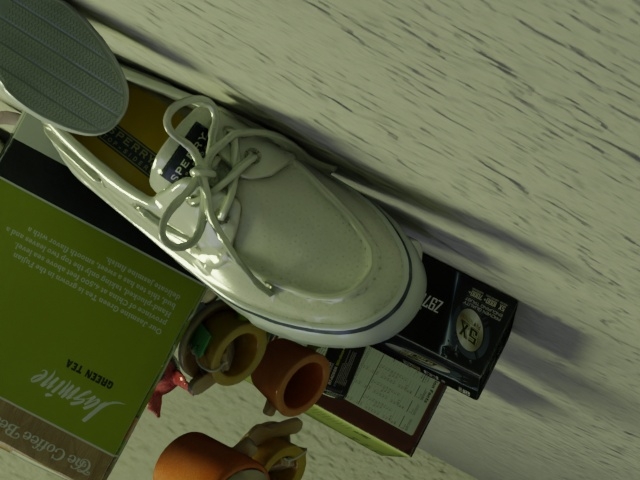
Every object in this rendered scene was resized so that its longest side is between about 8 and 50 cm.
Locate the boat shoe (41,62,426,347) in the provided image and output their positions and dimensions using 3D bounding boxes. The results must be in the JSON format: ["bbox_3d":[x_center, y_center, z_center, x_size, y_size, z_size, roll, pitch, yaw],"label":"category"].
[{"bbox_3d":[-0.085,-0.050,1.390,0.367,0.136,0.156,35,172,27],"label":"boat shoe"}]

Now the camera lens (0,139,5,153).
[{"bbox_3d":[-0.482,-0.044,2.343,0.219,0.219,0.274,27,172,8],"label":"camera lens"}]

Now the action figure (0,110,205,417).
[{"bbox_3d":[-0.253,0.034,2.067,0.370,0.248,0.276,48,153,21],"label":"action figure"}]

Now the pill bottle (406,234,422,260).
[{"bbox_3d":[0.000,0.000,1.500,0.160,0.087,0.087,25,171,24],"label":"pill bottle"}]

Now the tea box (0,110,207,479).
[{"bbox_3d":[-0.235,0.042,1.705,0.220,0.324,0.329,29,172,-5],"label":"tea box"}]

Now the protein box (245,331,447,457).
[{"bbox_3d":[0.033,0.146,2.106,0.201,0.136,0.200,29,171,-4],"label":"protein box"}]

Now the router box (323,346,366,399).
[{"bbox_3d":[0.031,0.106,1.919,0.038,0.122,0.092,22,172,2],"label":"router box"}]

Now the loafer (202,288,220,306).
[{"bbox_3d":[-0.128,0.020,2.037,0.084,0.096,0.267,35,173,-6],"label":"loafer"}]

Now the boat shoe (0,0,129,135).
[{"bbox_3d":[-0.235,-0.165,1.357,0.226,0.083,0.076,41,-179,-7],"label":"boat shoe"}]

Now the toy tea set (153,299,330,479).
[{"bbox_3d":[-0.044,0.157,1.771,0.200,0.336,0.124,-13,-145,-43],"label":"toy tea set"}]

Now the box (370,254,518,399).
[{"bbox_3d":[0.096,0.071,1.653,0.147,0.078,0.180,26,171,8],"label":"box"}]
